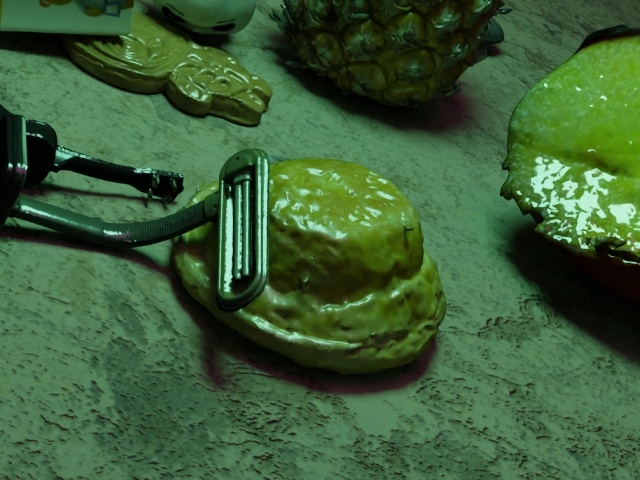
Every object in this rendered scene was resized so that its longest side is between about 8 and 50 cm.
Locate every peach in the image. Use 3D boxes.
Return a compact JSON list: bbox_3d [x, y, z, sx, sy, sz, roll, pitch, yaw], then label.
[{"bbox_3d":[0.431,-0.074,1.526,0.416,0.339,0.353,32,-14,0],"label":"peach"}]

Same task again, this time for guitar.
[{"bbox_3d":[-0.263,-0.080,1.296,0.271,0.084,0.038,16,32,-27],"label":"guitar"}]

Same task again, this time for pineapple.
[{"bbox_3d":[0.098,-0.366,1.791,0.352,0.300,0.352,19,29,-11],"label":"pineapple"}]

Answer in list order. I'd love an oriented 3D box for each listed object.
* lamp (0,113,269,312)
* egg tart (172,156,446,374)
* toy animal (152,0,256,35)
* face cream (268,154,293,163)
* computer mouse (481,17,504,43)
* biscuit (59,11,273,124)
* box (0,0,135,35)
[{"bbox_3d":[-0.190,-0.007,1.165,0.283,0.125,0.203,8,37,-17],"label":"lamp"},{"bbox_3d":[0.000,0.000,1.285,0.318,0.128,0.319,16,30,-9],"label":"egg tart"},{"bbox_3d":[-0.171,-0.348,1.715,0.165,0.138,0.179,7,18,-14],"label":"toy animal"},{"bbox_3d":[-0.026,-0.083,1.513,0.083,0.021,0.040,11,31,-22],"label":"face cream"},{"bbox_3d":[0.229,-0.408,2.212,0.120,0.057,0.232,-6,43,-42],"label":"computer mouse"},{"bbox_3d":[-0.199,-0.233,1.624,0.288,0.044,0.202,24,28,5],"label":"biscuit"},{"bbox_3d":[-0.393,-0.380,1.500,0.341,0.225,0.143,-2,34,-27],"label":"box"}]
